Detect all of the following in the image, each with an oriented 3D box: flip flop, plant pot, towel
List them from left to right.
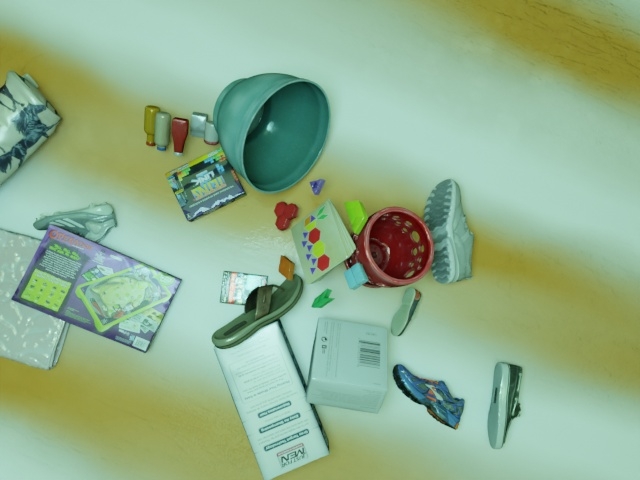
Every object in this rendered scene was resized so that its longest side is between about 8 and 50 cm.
[{"bbox_3d":[-0.803,0.138,1.254,0.332,0.053,0.316,17,84,0],"label":"towel"},{"bbox_3d":[-0.157,0.163,1.206,0.277,0.112,0.080,-33,109,-23],"label":"flip flop"},{"bbox_3d":[-0.144,-0.293,1.217,0.196,0.293,0.293,36,84,29],"label":"plant pot"},{"bbox_3d":[0.157,0.027,1.211,0.191,0.174,0.191,5,77,-22],"label":"plant pot"}]

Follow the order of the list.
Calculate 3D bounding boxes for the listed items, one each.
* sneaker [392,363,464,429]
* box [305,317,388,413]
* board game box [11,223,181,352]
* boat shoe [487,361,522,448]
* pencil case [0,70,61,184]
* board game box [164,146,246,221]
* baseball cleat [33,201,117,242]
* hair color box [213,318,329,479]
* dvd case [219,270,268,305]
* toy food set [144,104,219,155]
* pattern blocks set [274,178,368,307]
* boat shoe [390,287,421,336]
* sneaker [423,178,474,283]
[{"bbox_3d":[0.280,0.390,1.256,0.221,0.083,0.087,40,72,-3],"label":"sneaker"},{"bbox_3d":[0.066,0.304,1.186,0.182,0.119,0.181,9,43,-1],"label":"box"},{"bbox_3d":[-0.560,0.124,1.232,0.347,0.056,0.208,26,87,-10],"label":"board game box"},{"bbox_3d":[0.483,0.429,1.249,0.070,0.078,0.219,10,83,1],"label":"boat shoe"},{"bbox_3d":[-0.849,-0.240,1.232,0.183,0.160,0.410,38,84,24],"label":"pencil case"},{"bbox_3d":[-0.306,-0.149,1.295,0.170,0.048,0.141,-27,85,-4],"label":"board game box"},{"bbox_3d":[-0.641,-0.034,1.265,0.206,0.072,0.109,-14,92,1],"label":"baseball cleat"},{"bbox_3d":[-0.121,0.392,1.222,0.174,0.105,0.347,-22,85,-3],"label":"hair color box"},{"bbox_3d":[-0.204,0.130,1.290,0.120,0.013,0.087,6,85,0],"label":"dvd case"},{"bbox_3d":[-0.353,-0.279,1.284,0.232,0.111,0.104,7,116,-11],"label":"toy food set"},{"bbox_3d":[0.000,0.000,1.185,0.285,0.026,0.324,-29,59,33],"label":"pattern blocks set"},{"bbox_3d":[0.229,0.192,1.281,0.043,0.049,0.137,27,82,-39],"label":"boat shoe"},{"bbox_3d":[0.351,-0.023,1.293,0.115,0.105,0.281,6,82,-31],"label":"sneaker"}]
